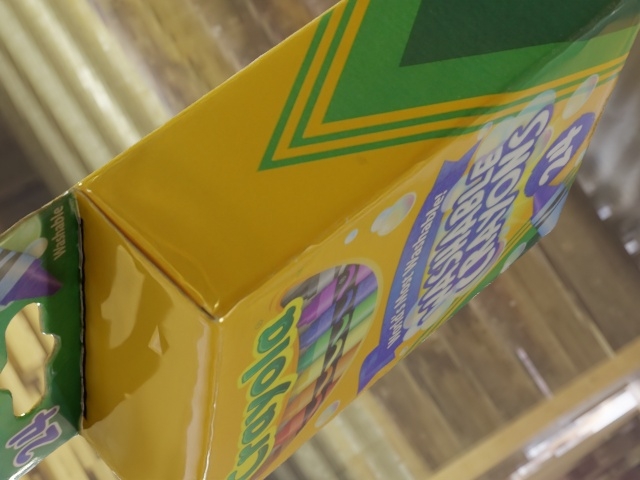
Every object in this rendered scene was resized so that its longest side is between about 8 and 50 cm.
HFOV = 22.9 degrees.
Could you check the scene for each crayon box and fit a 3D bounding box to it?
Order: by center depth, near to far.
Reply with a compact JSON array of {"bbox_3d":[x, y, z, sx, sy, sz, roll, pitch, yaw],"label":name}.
[{"bbox_3d":[0.000,0.000,0.692,0.083,0.323,0.203,42,-29,19],"label":"crayon box"}]
